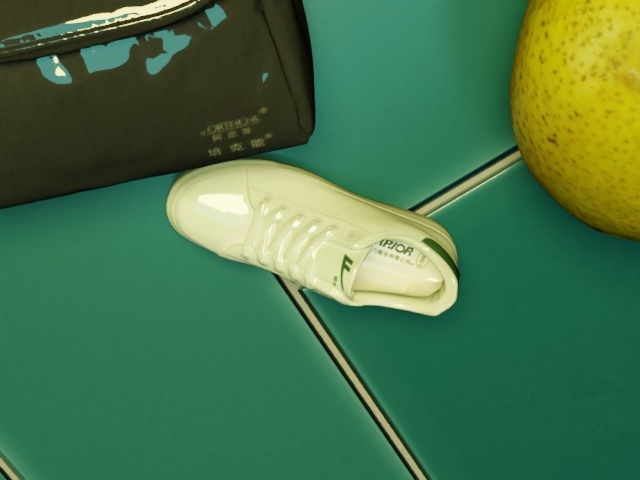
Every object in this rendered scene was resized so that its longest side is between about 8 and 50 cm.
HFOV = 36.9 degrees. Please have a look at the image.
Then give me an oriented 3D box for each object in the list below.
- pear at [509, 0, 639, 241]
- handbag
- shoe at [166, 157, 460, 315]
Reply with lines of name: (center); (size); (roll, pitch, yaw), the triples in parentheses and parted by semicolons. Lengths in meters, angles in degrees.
pear: (0.281, -0.129, 0.705); (0.294, 0.294, 0.294); (-1, 110, -3)
handbag: (-0.165, -0.174, 0.690); (0.302, 0.178, 0.275); (-11, 120, 1)
shoe: (0.000, 0.000, 0.816); (0.265, 0.110, 0.095); (12, 109, -11)
